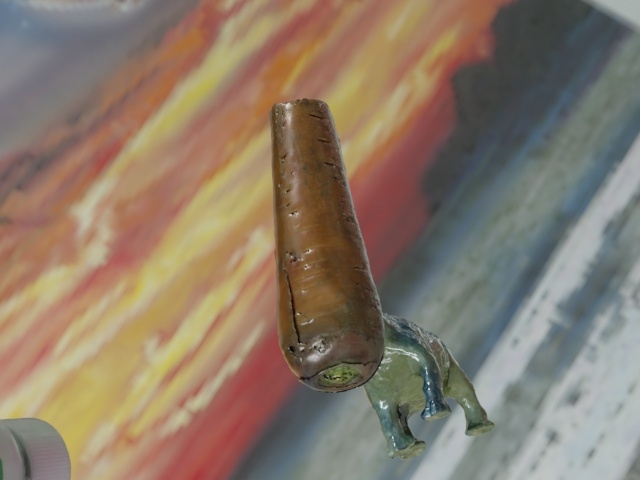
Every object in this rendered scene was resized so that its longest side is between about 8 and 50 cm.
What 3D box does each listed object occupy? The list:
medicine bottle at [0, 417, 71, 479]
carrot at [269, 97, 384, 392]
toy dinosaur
[{"bbox_3d":[-0.263,0.148,1.133,0.260,0.095,0.095,3,-59,-53],"label":"medicine bottle"},{"bbox_3d":[0.000,0.000,0.979,0.055,0.055,0.161,98,166,-66],"label":"carrot"},{"bbox_3d":[0.074,0.106,1.530,0.076,0.147,0.363,-28,-27,11],"label":"toy dinosaur"}]
